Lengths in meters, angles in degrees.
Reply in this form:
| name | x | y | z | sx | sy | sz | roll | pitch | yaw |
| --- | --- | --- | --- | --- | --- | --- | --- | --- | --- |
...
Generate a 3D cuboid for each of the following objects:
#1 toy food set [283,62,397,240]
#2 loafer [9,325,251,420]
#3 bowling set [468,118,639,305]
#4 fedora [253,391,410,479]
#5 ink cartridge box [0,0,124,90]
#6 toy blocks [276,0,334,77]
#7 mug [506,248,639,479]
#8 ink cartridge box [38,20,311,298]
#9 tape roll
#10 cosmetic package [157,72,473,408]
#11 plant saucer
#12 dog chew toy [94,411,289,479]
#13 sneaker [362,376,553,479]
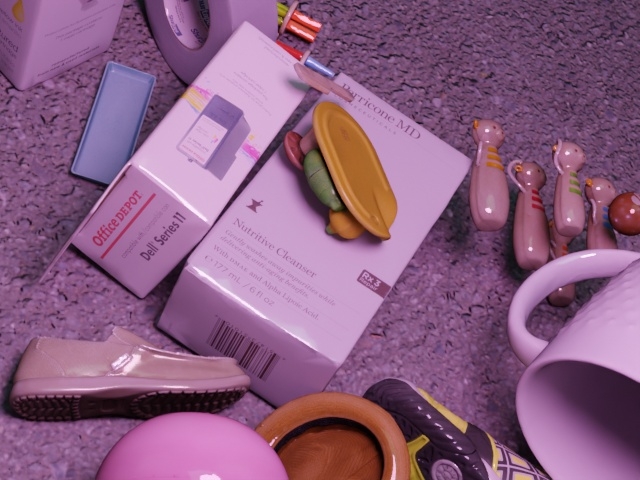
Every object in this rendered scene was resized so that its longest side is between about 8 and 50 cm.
| name | x | y | z | sx | sy | sz | roll | pitch | yaw |
| --- | --- | --- | --- | --- | --- | --- | --- | --- | --- |
| toy food set | 0.013 | -0.086 | 1.652 | 0.128 | 0.071 | 0.217 | 12 | 52 | -57 |
| loafer | -0.208 | 0.143 | 1.576 | 0.269 | 0.102 | 0.092 | 2 | 63 | -20 |
| bowling set | 0.326 | -0.049 | 1.798 | 0.287 | 0.200 | 0.154 | 44 | 42 | -48 |
| fedora | 0.006 | 0.263 | 1.578 | 0.194 | 0.079 | 0.194 | -2 | 67 | 4 |
| ink cartridge box | -0.358 | -0.417 | 1.716 | 0.160 | 0.384 | 0.279 | -33 | 74 | -35 |
| toy blocks | -0.039 | -0.275 | 1.959 | 0.148 | 0.054 | 0.123 | 29 | 52 | -1 |
| mug | 0.383 | 0.118 | 1.588 | 0.374 | 0.276 | 0.328 | 24 | 52 | 36 |
| ink cartridge box | -0.165 | -0.073 | 1.666 | 0.119 | 0.207 | 0.353 | 39 | 51 | -7 |
| tape roll | -0.144 | -0.308 | 1.835 | 0.072 | 0.219 | 0.219 | -20 | 67 | -32 |
| cosmetic package | 0.000 | 0.000 | 1.722 | 0.217 | 0.156 | 0.385 | 33 | 52 | 1 |
| plant saucer | -0.262 | -0.145 | 1.804 | 0.067 | 0.018 | 0.192 | 18 | 54 | -10 |
| dog chew toy | -0.135 | 0.344 | 1.414 | 0.207 | 0.206 | 0.331 | 11 | 62 | -15 |
| sneaker | 0.198 | 0.300 | 1.633 | 0.385 | 0.145 | 0.147 | 44 | 32 | 7 |
